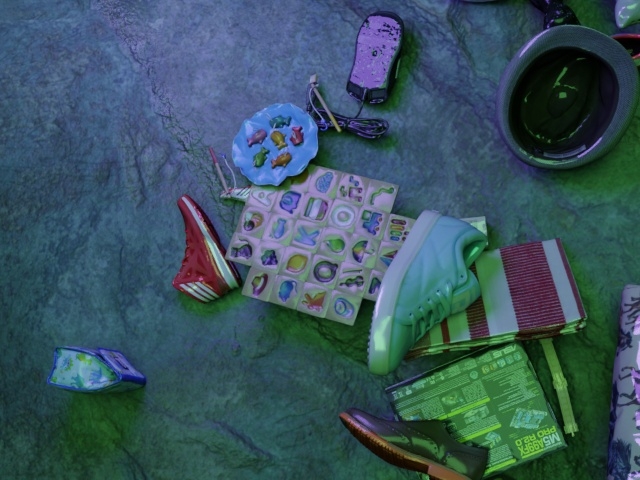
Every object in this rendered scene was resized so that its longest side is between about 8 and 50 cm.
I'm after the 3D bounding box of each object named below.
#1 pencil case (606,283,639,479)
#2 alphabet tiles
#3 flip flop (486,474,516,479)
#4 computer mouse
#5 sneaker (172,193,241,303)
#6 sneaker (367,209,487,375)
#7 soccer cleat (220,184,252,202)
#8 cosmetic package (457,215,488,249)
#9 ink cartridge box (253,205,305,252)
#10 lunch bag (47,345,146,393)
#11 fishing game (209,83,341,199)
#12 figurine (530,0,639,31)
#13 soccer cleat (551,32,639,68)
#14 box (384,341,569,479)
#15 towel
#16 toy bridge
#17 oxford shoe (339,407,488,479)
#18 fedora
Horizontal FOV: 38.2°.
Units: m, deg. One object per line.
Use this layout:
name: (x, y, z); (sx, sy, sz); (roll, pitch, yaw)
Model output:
pencil case: (0.578, 0.272, 1.533); (0.184, 0.160, 0.410); (12, 64, 4)
alphabet tiles: (0.000, 0.000, 1.757); (0.343, 0.011, 0.285); (15, 77, 17)
flip flop: (0.324, 0.556, 1.622); (0.112, 0.080, 0.277); (1, 62, -7)
computer mouse: (0.071, -0.333, 1.863); (0.184, 0.060, 0.262); (8, 85, 18)
sneaker: (-0.260, 0.024, 1.834); (0.128, 0.087, 0.221); (-31, 74, 2)
sneaker: (0.194, 0.088, 1.598); (0.150, 0.135, 0.366); (14, 53, 20)
soccer cleat: (-0.162, -0.090, 1.868); (0.083, 0.029, 0.035); (-12, 73, 4)
cosmetic package: (0.261, -0.009, 1.764); (0.115, 0.041, 0.060); (-4, 77, 10)
ink cartridge box: (-0.060, 0.009, 1.811); (0.104, 0.060, 0.180); (-33, 74, 2)
lunch bag: (-0.430, 0.257, 1.796); (0.151, 0.129, 0.096); (11, 81, 13)
fishing game: (-0.094, -0.193, 1.817); (0.264, 0.041, 0.189); (-27, 60, 8)
figurine: (0.507, -0.454, 1.738); (0.215, 0.092, 0.209); (-9, 47, 8)
soccer cleat: (0.506, -0.352, 1.759); (0.248, 0.095, 0.083); (-5, 78, 9)
box: (0.279, 0.320, 1.673); (0.270, 0.060, 0.216); (-25, 76, 11)
towel: (0.295, 0.103, 1.677); (0.329, 0.037, 0.237); (-11, 38, 8)
toy bridge: (0.430, 0.260, 1.666); (0.026, 0.063, 0.188); (-15, 76, 7)
oxford shoe: (0.164, 0.353, 1.633); (0.271, 0.097, 0.098); (26, 69, 14)
fedora: (0.453, -0.267, 1.707); (0.244, 0.124, 0.275); (22, 116, 7)
